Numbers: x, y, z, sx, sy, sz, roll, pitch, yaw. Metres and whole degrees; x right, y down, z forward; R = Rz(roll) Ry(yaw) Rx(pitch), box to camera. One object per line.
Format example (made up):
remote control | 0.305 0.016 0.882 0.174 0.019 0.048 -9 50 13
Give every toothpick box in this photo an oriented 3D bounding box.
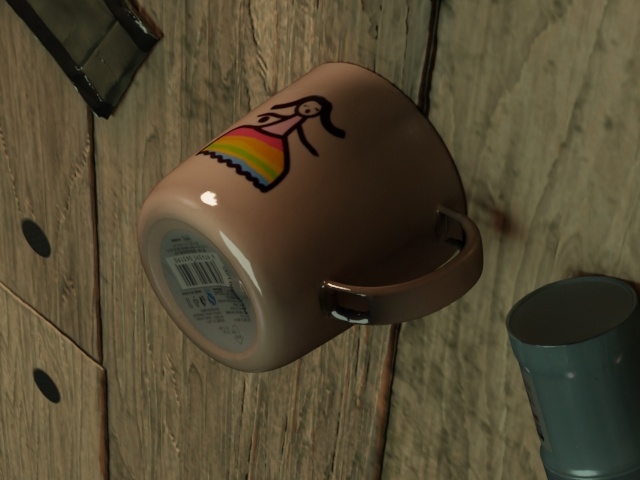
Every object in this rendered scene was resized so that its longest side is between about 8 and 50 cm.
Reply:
toothpick box | 0.204 0.116 1.491 0.101 0.101 0.153 13 128 47

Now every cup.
cup | 0.000 0.000 1.558 0.253 0.200 0.191 27 139 37

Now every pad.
pad | -0.244 -0.235 1.835 0.233 0.022 0.174 50 147 5
